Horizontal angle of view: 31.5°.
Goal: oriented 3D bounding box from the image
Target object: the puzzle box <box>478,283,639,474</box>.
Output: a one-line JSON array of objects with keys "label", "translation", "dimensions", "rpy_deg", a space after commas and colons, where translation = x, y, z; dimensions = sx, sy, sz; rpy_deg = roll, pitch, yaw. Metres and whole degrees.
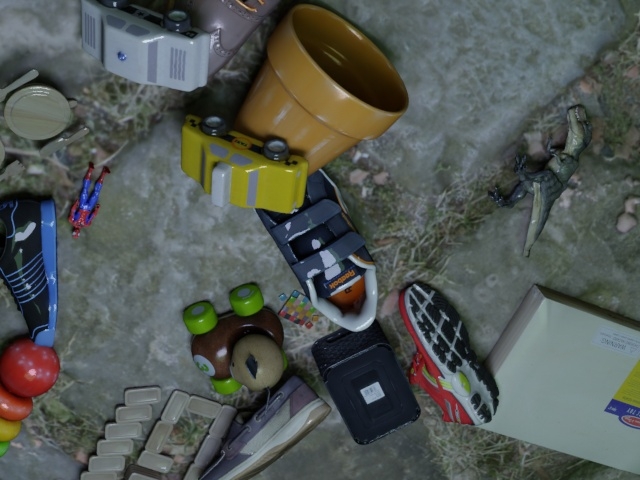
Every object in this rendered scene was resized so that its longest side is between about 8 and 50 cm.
[{"label": "puzzle box", "translation": [0.475, 0.254, 2.001], "dimensions": [0.409, 0.052, 0.272], "rpy_deg": [20, 111, -24]}]

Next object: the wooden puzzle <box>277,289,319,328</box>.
[{"label": "wooden puzzle", "translation": [-0.034, 0.109, 1.810], "dimensions": [0.083, 0.006, 0.049], "rpy_deg": [27, 108, -26]}]

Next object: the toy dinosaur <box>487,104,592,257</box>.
[{"label": "toy dinosaur", "translation": [0.337, -0.085, 1.776], "dimensions": [0.118, 0.064, 0.268], "rpy_deg": [7, 119, -26]}]

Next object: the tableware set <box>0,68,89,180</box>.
[{"label": "tableware set", "translation": [-0.429, -0.154, 1.542], "dimensions": [0.194, 0.039, 0.128], "rpy_deg": [-29, 133, 8]}]

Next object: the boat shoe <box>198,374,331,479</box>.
[{"label": "boat shoe", "translation": [-0.103, 0.315, 1.829], "dimensions": [0.285, 0.092, 0.103], "rpy_deg": [-42, 163, 30]}]

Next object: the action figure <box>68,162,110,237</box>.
[{"label": "action figure", "translation": [-0.335, -0.053, 1.628], "dimensions": [0.038, 0.030, 0.115], "rpy_deg": [12, 116, -26]}]

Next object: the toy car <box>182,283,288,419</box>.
[{"label": "toy car", "translation": [-0.115, 0.187, 1.724], "dimensions": [0.149, 0.188, 0.155], "rpy_deg": [-22, 121, -3]}]

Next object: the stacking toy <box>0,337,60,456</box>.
[{"label": "stacking toy", "translation": [-0.509, 0.283, 1.716], "dimensions": [0.141, 0.141, 0.330], "rpy_deg": [37, 97, -29]}]

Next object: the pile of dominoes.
[{"label": "pile of dominoes", "translation": [-0.278, 0.346, 1.870], "dimensions": [0.196, 0.040, 0.251], "rpy_deg": [23, 102, -25]}]

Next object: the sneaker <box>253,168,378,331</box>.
[{"label": "sneaker", "translation": [0.000, 0.000, 1.693], "dimensions": [0.126, 0.127, 0.321], "rpy_deg": [-32, 120, 5]}]

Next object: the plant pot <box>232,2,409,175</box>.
[{"label": "plant pot", "translation": [-0.016, -0.185, 1.556], "dimensions": [0.205, 0.205, 0.188], "rpy_deg": [28, 123, -27]}]

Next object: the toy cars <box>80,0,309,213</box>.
[{"label": "toy cars", "translation": [-0.178, -0.169, 1.483], "dimensions": [0.176, 0.087, 0.393], "rpy_deg": [-25, 109, 41]}]

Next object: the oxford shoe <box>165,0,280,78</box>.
[{"label": "oxford shoe", "translation": [-0.095, -0.350, 1.469], "dimensions": [0.130, 0.132, 0.363], "rpy_deg": [24, 110, -26]}]

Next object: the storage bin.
[{"label": "storage bin", "translation": [0.075, 0.231, 1.862], "dimensions": [0.122, 0.084, 0.180], "rpy_deg": [-26, 122, 0]}]

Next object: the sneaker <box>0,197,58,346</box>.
[{"label": "sneaker", "translation": [-0.424, 0.047, 1.633], "dimensions": [0.091, 0.081, 0.232], "rpy_deg": [-1, 111, -12]}]

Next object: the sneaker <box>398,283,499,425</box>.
[{"label": "sneaker", "translation": [0.185, 0.200, 1.868], "dimensions": [0.118, 0.107, 0.279], "rpy_deg": [-14, 114, 38]}]
